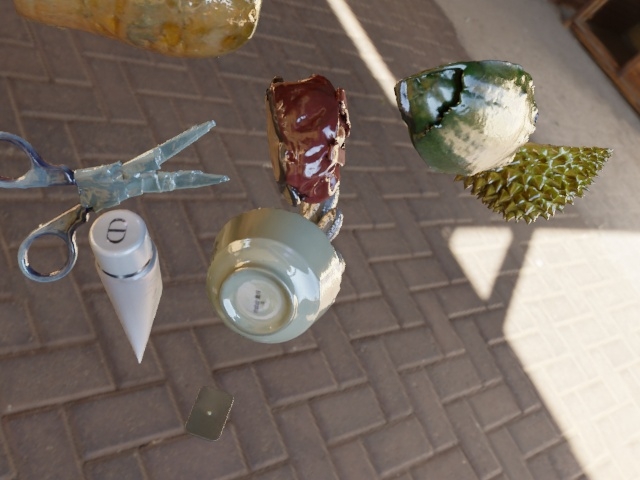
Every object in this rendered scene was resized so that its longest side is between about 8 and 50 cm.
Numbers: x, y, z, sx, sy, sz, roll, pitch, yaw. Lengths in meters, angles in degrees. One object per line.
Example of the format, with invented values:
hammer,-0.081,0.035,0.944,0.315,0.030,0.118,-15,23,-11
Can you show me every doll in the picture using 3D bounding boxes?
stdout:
doll,0.006,0.005,1.827,0.158,0.246,0.340,24,57,-21

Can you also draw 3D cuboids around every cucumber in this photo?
cucumber,0.187,-0.140,0.869,0.325,0.145,0.105,-1,75,-66

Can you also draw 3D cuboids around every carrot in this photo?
carrot,-0.254,-0.388,1.050,0.341,0.224,0.224,9,44,-13

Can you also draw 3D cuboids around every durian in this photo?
durian,0.332,-0.132,1.273,0.172,0.306,0.166,47,65,-30

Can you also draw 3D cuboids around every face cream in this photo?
face cream,-0.285,0.069,1.131,0.089,0.314,0.143,6,58,3

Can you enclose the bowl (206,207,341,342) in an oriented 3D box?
bowl,-0.082,0.067,1.081,0.211,0.211,0.112,42,26,-7

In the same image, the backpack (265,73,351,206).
backpack,-0.015,-0.164,1.220,0.229,0.139,0.229,-8,90,-85

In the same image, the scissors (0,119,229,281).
scissors,-0.333,-0.092,1.137,0.029,0.384,0.255,-95,167,-69

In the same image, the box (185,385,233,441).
box,-0.275,0.431,1.796,0.091,0.031,0.126,18,59,0
